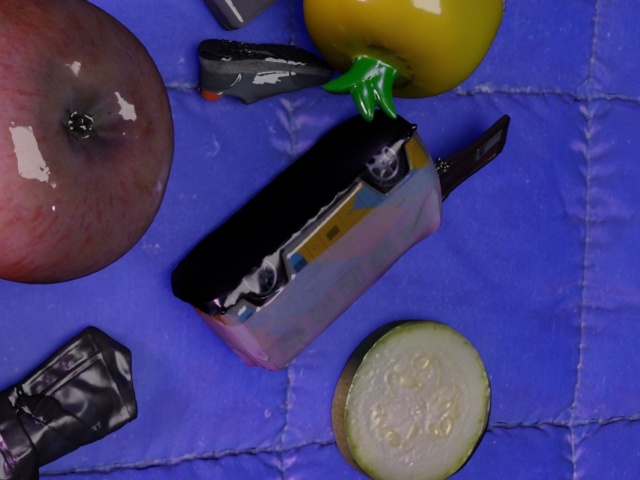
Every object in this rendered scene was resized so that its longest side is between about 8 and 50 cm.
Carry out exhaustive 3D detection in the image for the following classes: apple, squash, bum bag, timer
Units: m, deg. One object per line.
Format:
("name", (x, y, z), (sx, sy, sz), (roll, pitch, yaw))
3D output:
("apple", (-0.314, -0.123, 1.377), (0.344, 0.269, 0.345), (7, 82, -59))
("squash", (0.138, 0.239, 1.772), (0.252, 0.049, 0.252), (-2, 95, -26))
("bum bag", (-0.361, 0.238, 1.533), (0.310, 0.074, 0.137), (-36, 98, -17))
("timer", (0.091, -0.272, 1.559), (0.285, 0.285, 0.285), (-3, 96, -24))
("bum bag", (0.209, -0.114, 1.742), (0.159, 0.109, 0.026), (-39, 69, -20))

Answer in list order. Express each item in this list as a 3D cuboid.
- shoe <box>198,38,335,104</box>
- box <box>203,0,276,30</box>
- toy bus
("shoe", (-0.077, -0.219, 1.621), (0.194, 0.074, 0.077), (2, 118, -27))
("box", (-0.147, -0.397, 1.571), (0.103, 0.055, 0.244), (-41, 109, -15))
("toy bus", (0.000, 0.000, 1.626), (0.386, 0.171, 0.162), (-43, 120, -15))
